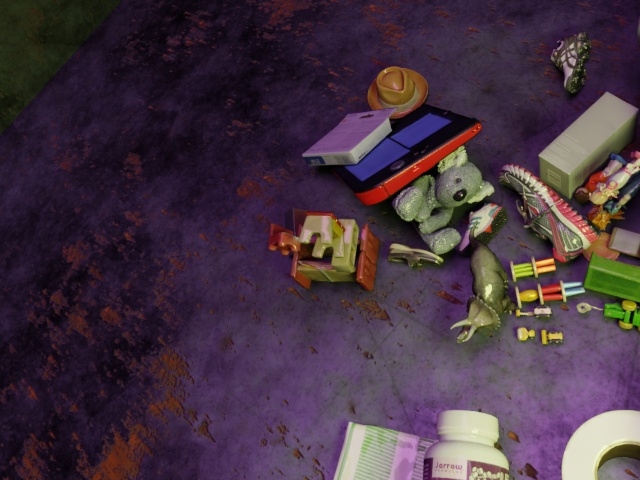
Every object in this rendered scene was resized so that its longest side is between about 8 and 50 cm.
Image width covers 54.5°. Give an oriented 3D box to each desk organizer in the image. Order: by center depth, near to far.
[{"bbox_3d":[-0.065,-0.022,1.752,0.047,0.050,0.130,-21,69,50],"label":"desk organizer"}]

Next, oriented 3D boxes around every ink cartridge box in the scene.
[{"bbox_3d":[0.091,-0.293,1.770,0.224,0.045,0.223,-45,29,-25],"label":"ink cartridge box"}]

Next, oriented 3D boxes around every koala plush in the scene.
[{"bbox_3d":[0.307,-0.119,1.553,0.221,0.196,0.203,-41,18,12],"label":"koala plush"}]

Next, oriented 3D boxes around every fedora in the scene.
[{"bbox_3d":[0.222,-0.455,1.846,0.194,0.079,0.194,-9,61,18],"label":"fedora"}]

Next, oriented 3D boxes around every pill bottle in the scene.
[{"bbox_3d":[0.285,0.499,1.227,0.169,0.169,0.301,-3,61,21],"label":"pill bottle"}]

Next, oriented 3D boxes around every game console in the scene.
[{"bbox_3d":[0.206,-0.241,1.636,0.342,0.060,0.386,-36,22,3],"label":"game console"}]

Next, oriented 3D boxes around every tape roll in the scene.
[{"bbox_3d":[0.582,0.456,1.162,0.246,0.169,0.246,-10,60,17],"label":"tape roll"}]

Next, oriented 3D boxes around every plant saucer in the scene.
[{"bbox_3d":[0.657,0.018,1.456,0.084,0.013,0.083,-9,61,17],"label":"plant saucer"}]

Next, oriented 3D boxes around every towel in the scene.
[{"bbox_3d":[0.182,0.547,1.359,0.325,0.038,0.247,6,66,25],"label":"towel"}]

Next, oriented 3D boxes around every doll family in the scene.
[{"bbox_3d":[0.670,-0.102,1.410,0.118,0.263,0.163,42,102,6],"label":"doll family"}]

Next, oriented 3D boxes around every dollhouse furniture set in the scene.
[{"bbox_3d":[0.666,-0.031,1.288,0.151,0.301,0.197,18,64,24],"label":"dollhouse furniture set"},{"bbox_3d":[0.000,0.000,1.525,0.201,0.374,0.152,1,69,21],"label":"dollhouse furniture set"}]

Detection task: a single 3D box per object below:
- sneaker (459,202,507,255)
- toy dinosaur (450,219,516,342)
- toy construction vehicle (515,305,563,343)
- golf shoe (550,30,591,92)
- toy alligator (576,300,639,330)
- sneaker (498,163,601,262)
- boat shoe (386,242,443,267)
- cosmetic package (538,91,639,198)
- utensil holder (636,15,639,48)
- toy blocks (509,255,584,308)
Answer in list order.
[{"bbox_3d":[0.397,-0.031,1.573,0.161,0.057,0.075,-48,40,-5],"label":"sneaker"},{"bbox_3d":[0.387,0.093,1.432,0.121,0.160,0.313,3,74,23],"label":"toy dinosaur"},{"bbox_3d":[0.499,0.195,1.420,0.098,0.035,0.085,-8,72,22],"label":"toy construction vehicle"},{"bbox_3d":[0.670,-0.475,1.684,0.094,0.077,0.198,2,57,35],"label":"golf shoe"},{"bbox_3d":[0.665,0.155,1.361,0.190,0.056,0.051,12,27,28],"label":"toy alligator"},{"bbox_3d":[0.526,-0.077,1.502,0.112,0.121,0.299,-49,49,18],"label":"sneaker"},{"bbox_3d":[0.240,0.047,1.593,0.152,0.056,0.049,13,74,38],"label":"boat shoe"},{"bbox_3d":[0.656,-0.232,1.522,0.238,0.127,0.107,-44,56,-6],"label":"cosmetic package"},{"bbox_3d":[0.885,-0.344,1.376,0.328,0.327,0.385,1,67,23],"label":"utensil holder"},{"bbox_3d":[0.526,0.090,1.448,0.148,0.054,0.123,-10,59,15],"label":"toy blocks"}]
